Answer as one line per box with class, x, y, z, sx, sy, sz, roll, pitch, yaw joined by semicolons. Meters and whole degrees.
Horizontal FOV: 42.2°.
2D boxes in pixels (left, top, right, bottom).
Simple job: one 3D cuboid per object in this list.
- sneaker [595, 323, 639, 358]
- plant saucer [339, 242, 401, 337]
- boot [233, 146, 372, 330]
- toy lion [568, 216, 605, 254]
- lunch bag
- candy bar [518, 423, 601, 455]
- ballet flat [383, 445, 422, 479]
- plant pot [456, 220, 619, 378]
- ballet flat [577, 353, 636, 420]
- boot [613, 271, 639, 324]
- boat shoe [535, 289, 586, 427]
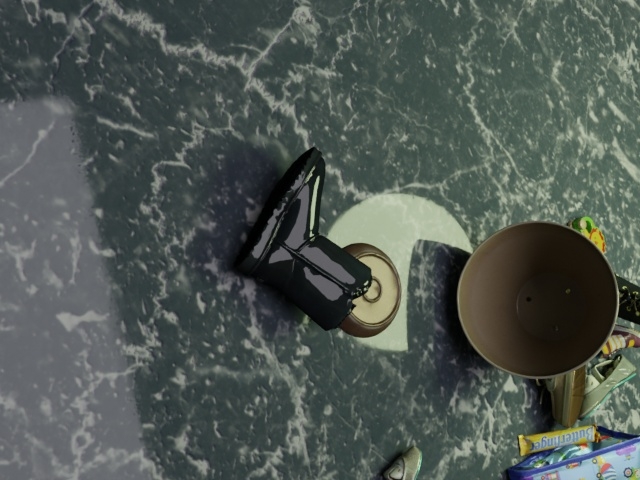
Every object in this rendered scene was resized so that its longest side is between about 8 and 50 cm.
sneaker;0.616;0.218;1.786;0.185;0.069;0.084;19;82;-25
plant saucer;0.083;0.086;1.455;0.168;0.029;0.169;5;80;-33
boot;0.000;0.000;1.358;0.207;0.094;0.246;34;73;-18
toy lion;0.590;-0.005;1.815;0.096;0.034;0.100;-18;93;-42
lunch bag;0.502;0.522;1.636;0.293;0.138;0.221;-13;93;-24
candy bar;0.472;0.392;1.640;0.161;0.018;0.040;-10;86;3
ballet flat;0.126;0.426;1.424;0.052;0.057;0.168;30;67;-17
plant pot;0.419;0.118;1.564;0.191;0.284;0.284;21;69;-65
ballet flat;0.589;0.306;1.760;0.213;0.072;0.068;-27;72;-35
boot;0.623;0.111;1.724;0.236;0.178;0.085;29;90;-30
boat shoe;0.483;0.233;1.686;0.104;0.089;0.285;12;78;-59
